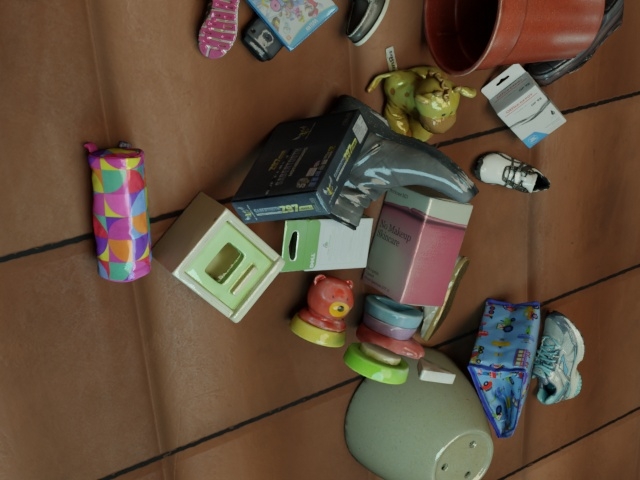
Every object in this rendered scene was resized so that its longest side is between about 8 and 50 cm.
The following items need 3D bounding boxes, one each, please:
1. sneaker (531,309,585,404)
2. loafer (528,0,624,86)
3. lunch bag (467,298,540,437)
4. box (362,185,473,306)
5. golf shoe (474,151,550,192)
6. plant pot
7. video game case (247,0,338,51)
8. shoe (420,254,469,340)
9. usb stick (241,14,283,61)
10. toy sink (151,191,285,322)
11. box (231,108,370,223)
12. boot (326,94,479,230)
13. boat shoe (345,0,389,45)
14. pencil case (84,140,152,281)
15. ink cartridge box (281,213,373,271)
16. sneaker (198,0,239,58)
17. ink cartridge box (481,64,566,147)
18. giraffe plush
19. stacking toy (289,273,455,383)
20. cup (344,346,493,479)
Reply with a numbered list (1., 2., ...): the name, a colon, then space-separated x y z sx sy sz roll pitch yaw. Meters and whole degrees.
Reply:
1. sneaker: 0.613 0.317 2.216 0.122 0.110 0.283 -24 119 -20
2. loafer: 0.591 -0.440 1.915 0.302 0.109 0.095 -47 130 -14
3. lunch bag: 0.466 0.324 2.066 0.221 0.138 0.293 -64 146 -42
4. box: 0.202 0.007 1.799 0.126 0.148 0.232 7 103 -35
5. golf shoe: 0.442 -0.152 1.932 0.198 0.094 0.077 5 106 -33
6. plant pot: 0.380 -0.455 1.639 0.265 0.272 0.273 -4 110 -23
7. video game case: -0.065 -0.435 1.494 0.119 0.015 0.166 -43 103 -9
8. shoe: 0.275 0.127 1.958 0.076 0.058 0.219 -1 116 -66
9. usb stick: -0.033 -0.443 1.536 0.278 0.045 0.077 -49 123 -7
10. toy sink: -0.170 0.049 1.580 0.153 0.131 0.234 -50 127 -7
11. box: -0.033 -0.133 1.512 0.059 0.183 0.233 59 41 -33
12. boot: 0.117 -0.108 1.656 0.338 0.118 0.223 32 89 5
13. boat shoe: 0.094 -0.479 1.589 0.068 0.081 0.228 26 86 -34
14. pencil case: -0.344 -0.050 1.453 0.104 0.104 0.236 -11 111 -30
15. ink cartridge box: 0.000 0.000 1.716 0.209 0.062 0.109 -3 109 -32
16. sneaker: -0.168 -0.396 1.455 0.063 0.075 0.170 11 125 -10
17. ink cartridge box: 0.448 -0.297 1.875 0.104 0.060 0.180 -38 131 21
18. giraffe plush: 0.215 -0.278 1.684 0.181 0.170 0.210 -41 125 -13
19. stacking toy: 0.128 0.174 1.738 0.309 0.279 0.130 9 104 -40
20. cup: 0.256 0.443 1.934 0.331 0.237 0.331 -12 116 -27
